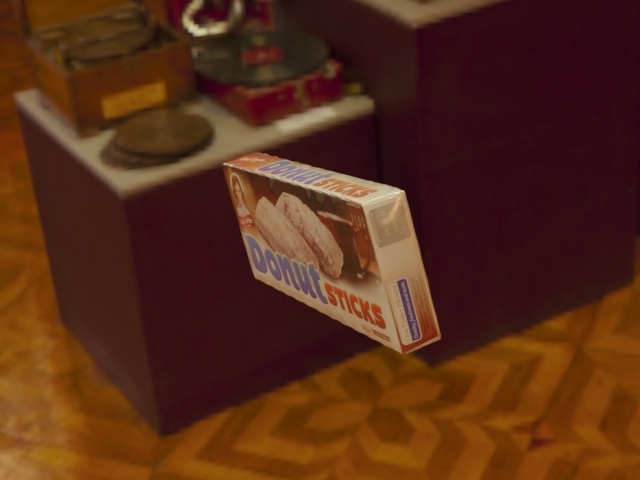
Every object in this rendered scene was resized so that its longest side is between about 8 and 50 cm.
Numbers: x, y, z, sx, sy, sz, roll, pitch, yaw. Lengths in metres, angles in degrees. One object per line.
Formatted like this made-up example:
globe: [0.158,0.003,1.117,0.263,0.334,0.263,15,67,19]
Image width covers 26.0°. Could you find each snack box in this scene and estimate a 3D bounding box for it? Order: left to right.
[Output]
snack box: [0.000,0.000,0.621,0.022,0.064,0.178,-21,15,-18]
